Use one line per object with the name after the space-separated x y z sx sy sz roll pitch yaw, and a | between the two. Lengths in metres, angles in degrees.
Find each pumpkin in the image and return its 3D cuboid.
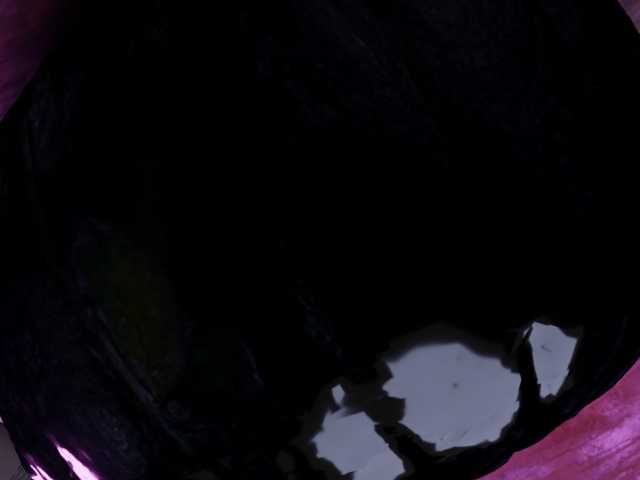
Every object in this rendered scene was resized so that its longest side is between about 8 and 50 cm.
0.000 0.000 0.522 0.363 0.266 0.363 -34 177 -2 | pumpkin

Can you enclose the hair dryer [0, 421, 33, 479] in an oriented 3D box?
-0.350 0.156 0.750 0.220 0.053 0.195 -13 152 10 | hair dryer
